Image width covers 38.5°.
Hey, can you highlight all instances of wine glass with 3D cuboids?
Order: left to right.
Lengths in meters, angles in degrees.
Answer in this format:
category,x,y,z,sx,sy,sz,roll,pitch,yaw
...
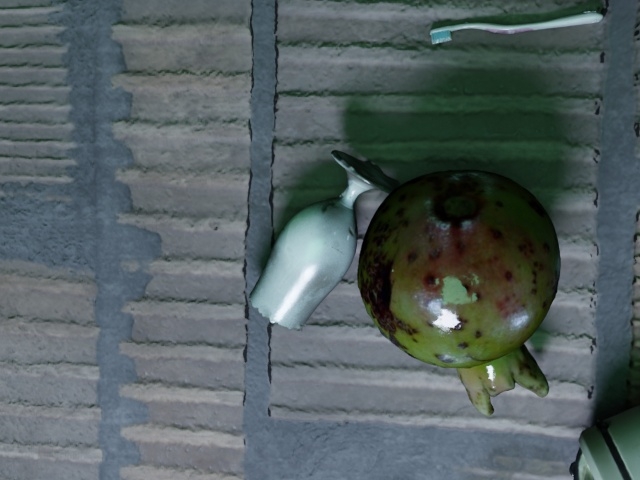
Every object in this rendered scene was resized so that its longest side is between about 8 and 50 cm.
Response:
category,x,y,z,sx,sy,sz,roll,pitch,yaw
wine glass,0.000,0.000,1.132,0.103,0.103,0.222,34,104,3

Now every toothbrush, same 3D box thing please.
category,x,y,z,sx,sy,sz,roll,pitch,yaw
toothbrush,0.233,-0.258,1.098,0.204,0.017,0.022,-5,86,11

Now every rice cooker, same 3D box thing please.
category,x,y,z,sx,sy,sz,roll,pitch,yaw
rice cooker,0.416,0.288,1.044,0.244,0.226,0.226,-25,93,9

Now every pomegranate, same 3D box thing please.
category,x,y,z,sx,sy,sz,roll,pitch,yaw
pomegranate,0.179,0.050,1.071,0.242,0.306,0.242,-18,51,24
